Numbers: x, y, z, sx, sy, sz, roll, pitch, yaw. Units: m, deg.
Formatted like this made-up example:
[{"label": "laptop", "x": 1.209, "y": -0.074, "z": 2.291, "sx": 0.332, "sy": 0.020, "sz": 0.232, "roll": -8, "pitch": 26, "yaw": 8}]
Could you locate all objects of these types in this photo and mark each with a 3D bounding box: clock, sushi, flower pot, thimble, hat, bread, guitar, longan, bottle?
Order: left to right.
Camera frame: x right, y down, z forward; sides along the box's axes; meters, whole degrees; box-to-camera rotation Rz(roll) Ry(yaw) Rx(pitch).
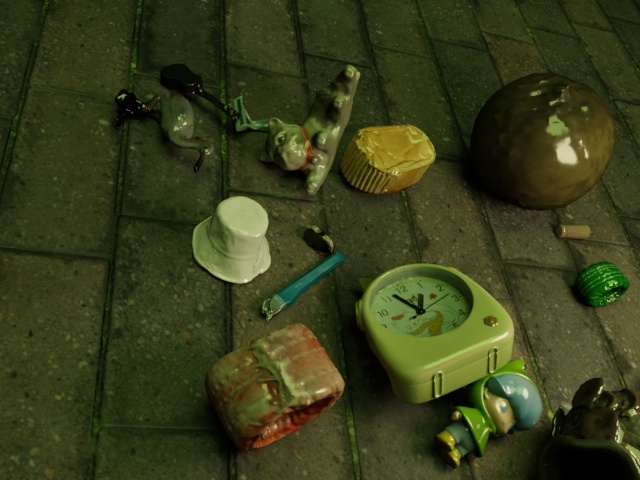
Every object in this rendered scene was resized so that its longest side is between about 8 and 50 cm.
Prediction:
[{"label": "guitar", "x": -0.314, "y": -0.395, "z": 1.821, "sx": 0.271, "sy": 0.038, "sz": 0.084, "roll": 34, "pitch": 52, "yaw": 23}, {"label": "hat", "x": -0.188, "y": -0.020, "z": 1.541, "sx": 0.203, "sy": 0.126, "sz": 0.203, "roll": 11, "pitch": 46, "yaw": -12}, {"label": "thimble", "x": -0.083, "y": 0.272, "z": 1.263, "sx": 0.239, "sy": 0.239, "sz": 0.162, "roll": -17, "pitch": 65, "yaw": -33}, {"label": "sushi", "x": 0.000, "y": 0.000, "z": 1.671, "sx": 0.083, "sy": 0.044, "sz": 0.046, "roll": 45, "pitch": 28, "yaw": 13}, {"label": "bread", "x": 0.178, "y": -0.218, "z": 1.856, "sx": 0.250, "sy": 0.133, "sz": 0.179, "roll": -20, "pitch": 63, "yaw": -33}, {"label": "clock", "x": 0.223, "y": 0.172, "z": 1.500, "sx": 0.286, "sy": 0.117, "sz": 0.348, "roll": -20, "pitch": 38, "yaw": -15}, {"label": "longan", "x": 0.611, "y": -0.274, "z": 1.916, "sx": 0.390, "sy": 0.391, "sz": 0.391, "roll": 12, "pitch": 49, "yaw": -14}, {"label": "bottle", "x": 0.732, "y": -0.026, "z": 1.995, "sx": 0.096, "sy": 0.045, "sz": 0.045, "roll": 1, "pitch": 52, "yaw": -19}, {"label": "thimble", "x": 0.755, "y": 0.117, "z": 1.839, "sx": 0.130, "sy": 0.118, "sz": 0.090, "roll": 19, "pitch": 36, "yaw": -45}, {"label": "flower pot", "x": 0.587, "y": 0.444, "z": 1.385, "sx": 0.213, "sy": 0.302, "sz": 0.302, "roll": -28, "pitch": 67, "yaw": -35}]

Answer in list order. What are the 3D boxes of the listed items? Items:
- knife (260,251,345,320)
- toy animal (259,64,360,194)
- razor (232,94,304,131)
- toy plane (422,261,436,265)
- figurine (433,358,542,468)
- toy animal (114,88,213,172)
[{"label": "knife", "x": -0.036, "y": 0.100, "z": 1.576, "sx": 0.044, "sy": 0.026, "sz": 0.296, "roll": 46, "pitch": 47, "yaw": 13}, {"label": "toy animal", "x": -0.024, "y": -0.313, "z": 1.781, "sx": 0.188, "sy": 0.308, "sz": 0.266, "roll": 19, "pitch": 27, "yaw": 18}, {"label": "razor", "x": -0.105, "y": -0.313, "z": 1.878, "sx": 0.277, "sy": 0.056, "sz": 0.111, "roll": 8, "pitch": 51, "yaw": -26}, {"label": "toy plane", "x": 0.267, "y": 0.093, "z": 1.707, "sx": 0.049, "sy": 0.031, "sz": 0.121, "roll": 24, "pitch": 44, "yaw": -15}, {"label": "figurine", "x": 0.352, "y": 0.362, "z": 1.443, "sx": 0.263, "sy": 0.143, "sz": 0.162, "roll": -32, "pitch": 108, "yaw": -21}, {"label": "toy animal", "x": -0.361, "y": -0.285, "z": 1.711, "sx": 0.324, "sy": 0.090, "sz": 0.195, "roll": 33, "pitch": 53, "yaw": 18}]
